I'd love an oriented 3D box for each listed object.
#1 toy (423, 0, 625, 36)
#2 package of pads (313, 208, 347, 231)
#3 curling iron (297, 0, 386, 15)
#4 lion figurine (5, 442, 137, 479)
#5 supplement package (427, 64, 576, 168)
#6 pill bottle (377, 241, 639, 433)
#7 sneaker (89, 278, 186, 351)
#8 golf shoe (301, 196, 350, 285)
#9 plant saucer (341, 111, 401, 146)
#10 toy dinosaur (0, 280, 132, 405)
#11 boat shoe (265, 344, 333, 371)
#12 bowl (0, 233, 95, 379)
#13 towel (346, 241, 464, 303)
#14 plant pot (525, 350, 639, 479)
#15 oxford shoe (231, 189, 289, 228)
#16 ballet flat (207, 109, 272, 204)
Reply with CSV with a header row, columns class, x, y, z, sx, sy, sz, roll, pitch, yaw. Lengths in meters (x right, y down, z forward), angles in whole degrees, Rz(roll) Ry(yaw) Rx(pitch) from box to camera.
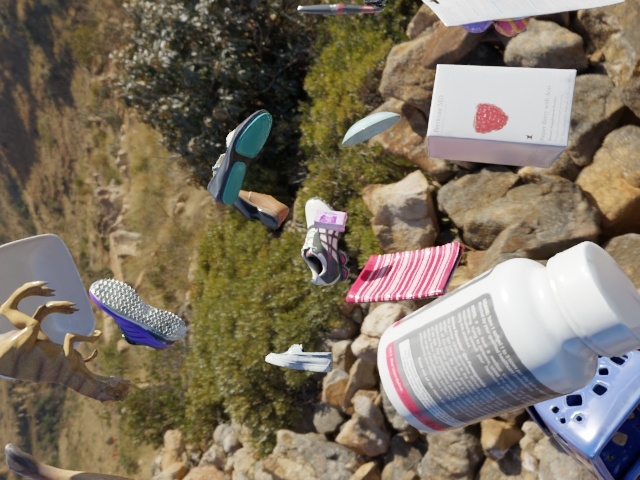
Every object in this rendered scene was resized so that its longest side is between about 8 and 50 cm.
class,x,y,z,sx,sy,sz,roll,pitch,yaw
toy,0.247,-0.309,0.637,0.056,0.237,0.136,85,170,-50
package of pads,0.026,-0.052,1.272,0.083,0.050,0.032,8,139,9
curling iron,0.060,-0.660,1.373,0.274,0.035,0.068,6,50,25
lion figurine,-0.143,0.350,0.381,0.240,0.142,0.392,-13,83,13
supplement package,0.408,-0.286,1.130,0.293,0.175,0.177,7,85,15
pill bottle,0.242,0.133,0.647,0.318,0.176,0.176,-40,66,40
sneaker,-0.555,0.237,1.414,0.293,0.102,0.146,37,121,-16
golf shoe,0.000,0.000,1.429,0.105,0.120,0.272,-27,78,47
plant saucer,0.144,-0.339,1.438,0.195,0.195,0.037,-25,90,36
toy dinosaur,-0.274,0.097,0.432,0.064,0.212,0.112,124,155,-53
boat shoe,-0.068,0.388,1.615,0.228,0.079,0.081,5,77,8
bowl,-0.335,0.074,0.544,0.053,0.142,0.142,-14,101,16
towel,0.210,0.084,1.225,0.275,0.199,0.031,-11,118,39
plant pot,0.564,0.337,1.007,0.236,0.236,0.212,-46,34,-8
oxford shoe,-0.180,-0.103,1.341,0.212,0.076,0.076,27,146,20
ballet flat,-0.166,-0.169,0.949,0.074,0.074,0.203,31,99,35
